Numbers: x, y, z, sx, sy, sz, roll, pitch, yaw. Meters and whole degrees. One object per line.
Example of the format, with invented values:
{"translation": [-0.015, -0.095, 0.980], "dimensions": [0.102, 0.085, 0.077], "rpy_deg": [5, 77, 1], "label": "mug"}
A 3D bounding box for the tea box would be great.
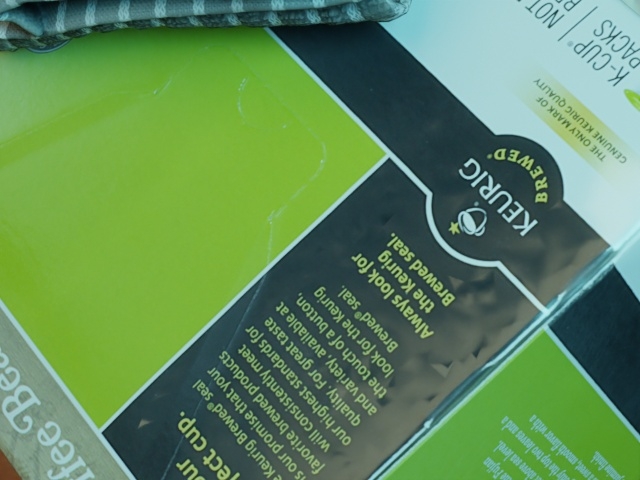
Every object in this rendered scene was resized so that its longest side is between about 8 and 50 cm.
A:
{"translation": [0.000, 0.000, 0.894], "dimensions": [0.323, 0.220, 0.329], "rpy_deg": [-42, 58, 1], "label": "tea box"}

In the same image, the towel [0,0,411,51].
{"translation": [-0.052, -0.212, 0.818], "dimensions": [0.235, 0.121, 0.283], "rpy_deg": [4, 66, 25], "label": "towel"}
